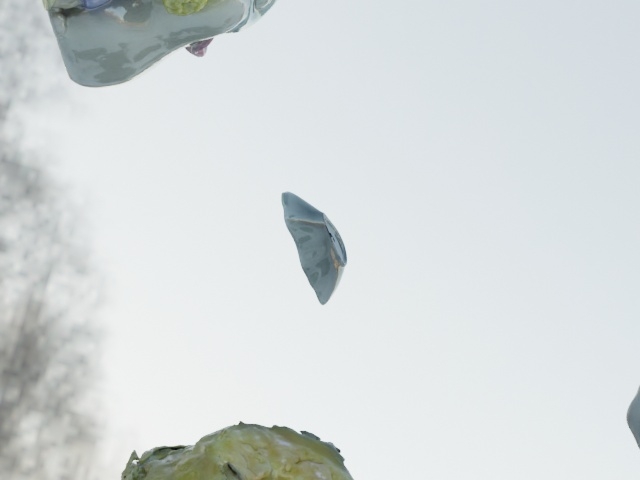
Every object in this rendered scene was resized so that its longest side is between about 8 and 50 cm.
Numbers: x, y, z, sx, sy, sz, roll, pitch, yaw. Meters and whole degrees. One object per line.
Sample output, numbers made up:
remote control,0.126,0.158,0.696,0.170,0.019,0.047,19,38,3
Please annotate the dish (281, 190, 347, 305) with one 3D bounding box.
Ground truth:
dish,0.000,0.000,1.988,0.039,0.091,0.137,-16,-53,14

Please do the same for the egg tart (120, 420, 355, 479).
egg tart,-0.039,0.270,1.768,0.315,0.315,0.120,21,-67,-20

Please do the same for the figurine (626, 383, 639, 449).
figurine,0.488,0.239,1.757,0.365,0.218,0.206,6,8,35

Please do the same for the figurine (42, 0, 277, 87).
figurine,-0.093,-0.206,1.398,0.235,0.127,0.155,-19,-26,-5
